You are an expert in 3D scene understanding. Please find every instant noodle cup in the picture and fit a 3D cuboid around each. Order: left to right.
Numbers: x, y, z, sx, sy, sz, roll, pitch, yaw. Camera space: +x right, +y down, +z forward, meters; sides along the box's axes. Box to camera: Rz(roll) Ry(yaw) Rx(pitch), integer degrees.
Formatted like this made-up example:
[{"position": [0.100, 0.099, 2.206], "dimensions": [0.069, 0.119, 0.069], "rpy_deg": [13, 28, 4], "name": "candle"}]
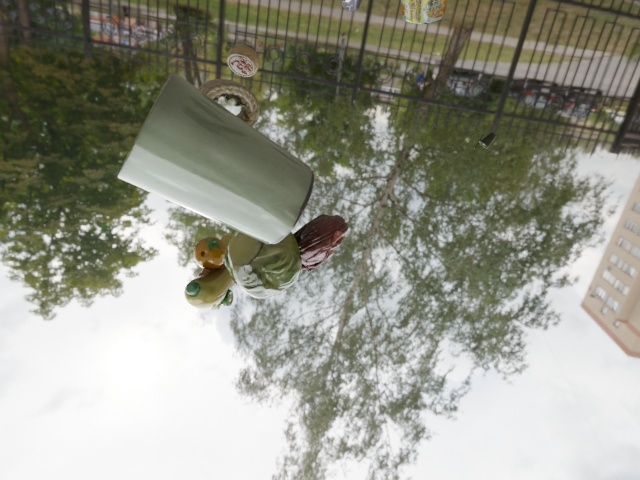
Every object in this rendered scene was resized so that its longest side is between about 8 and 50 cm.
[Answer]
[{"position": [0.384, -0.902, 1.509], "dimensions": [0.204, 0.153, 0.205], "rpy_deg": [-5, -134, 5], "name": "instant noodle cup"}]

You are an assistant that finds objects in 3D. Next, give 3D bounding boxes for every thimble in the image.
[{"position": [-0.361, -0.516, 1.589], "dimensions": [0.228, 0.196, 0.148], "rpy_deg": [-7, -151, -27], "name": "thimble"}]

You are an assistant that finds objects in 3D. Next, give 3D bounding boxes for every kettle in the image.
[{"position": [-0.234, -0.185, 0.984], "dimensions": [0.376, 0.250, 0.361], "rpy_deg": [28, -166, -25], "name": "kettle"}]

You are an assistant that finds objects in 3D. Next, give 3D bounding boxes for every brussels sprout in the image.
[{"position": [-0.168, 0.058, 1.216], "dimensions": [0.243, 0.244, 0.244], "rpy_deg": [8, -158, -3], "name": "brussels sprout"}]

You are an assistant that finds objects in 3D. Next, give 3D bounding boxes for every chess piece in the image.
[{"position": [-0.197, -0.459, 1.049], "dimensions": [0.083, 0.038, 0.084], "rpy_deg": [9, 157, 4], "name": "chess piece"}]

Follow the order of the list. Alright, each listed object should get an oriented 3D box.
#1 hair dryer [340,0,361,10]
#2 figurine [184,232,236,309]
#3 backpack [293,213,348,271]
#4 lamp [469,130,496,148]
[{"position": [0.083, -0.550, 0.774], "dimensions": [0.121, 0.301, 0.361], "rpy_deg": [20, 179, -6], "name": "hair dryer"}, {"position": [-0.359, 0.087, 1.381], "dimensions": [0.124, 0.222, 0.325], "rpy_deg": [2, -135, 14], "name": "figurine"}, {"position": [-0.001, -0.002, 1.354], "dimensions": [0.139, 0.229, 0.229], "rpy_deg": [55, -150, 1], "name": "backpack"}, {"position": [0.483, -0.303, 1.214], "dimensions": [0.041, 0.054, 0.121], "rpy_deg": [41, -170, -10], "name": "lamp"}]
